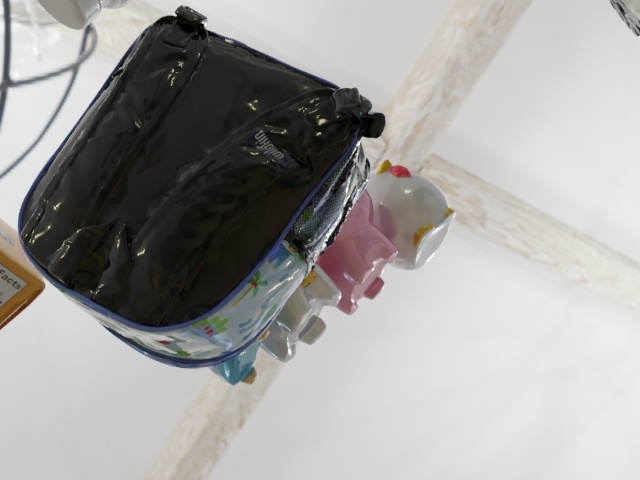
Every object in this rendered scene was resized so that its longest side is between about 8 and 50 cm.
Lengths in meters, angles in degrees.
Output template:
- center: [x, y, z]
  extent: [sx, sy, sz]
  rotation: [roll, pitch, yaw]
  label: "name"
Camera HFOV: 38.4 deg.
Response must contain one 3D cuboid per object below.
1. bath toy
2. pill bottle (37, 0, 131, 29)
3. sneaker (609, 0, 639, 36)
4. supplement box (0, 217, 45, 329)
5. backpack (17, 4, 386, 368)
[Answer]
- center: [0.000, 0.000, 0.903]
  extent: [0.348, 0.129, 0.151]
  rotation: [-27, -33, -46]
  label: "bath toy"
- center: [-0.134, -0.192, 0.598]
  extent: [0.116, 0.065, 0.065]
  rotation: [-52, -52, -23]
  label: "pill bottle"
- center: [0.312, -0.240, 0.768]
  extent: [0.147, 0.330, 0.130]
  rotation: [-35, -36, 18]
  label: "sneaker"
- center: [-0.304, -0.023, 0.647]
  extent: [0.080, 0.078, 0.233]
  rotation: [-38, -47, 1]
  label: "supplement box"
- center: [-0.046, -0.011, 0.352]
  extent: [0.114, 0.105, 0.084]
  rotation: [-55, -20, -17]
  label: "backpack"
